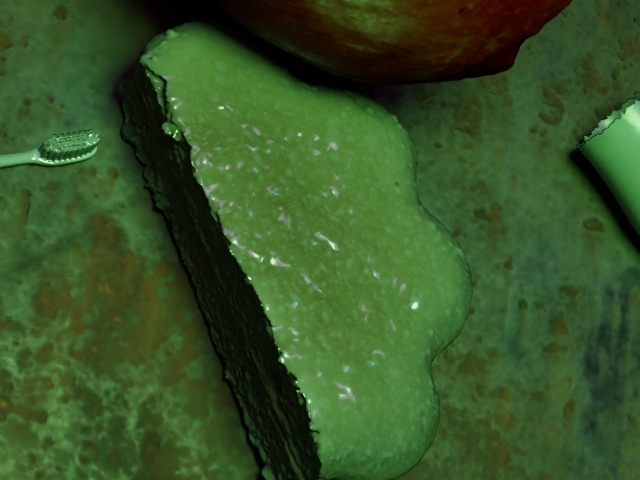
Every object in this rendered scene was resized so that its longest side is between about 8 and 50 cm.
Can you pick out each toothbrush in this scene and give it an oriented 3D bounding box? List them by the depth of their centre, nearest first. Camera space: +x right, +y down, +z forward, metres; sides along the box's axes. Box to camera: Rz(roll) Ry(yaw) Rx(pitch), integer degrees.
[{"bbox_3d":[-0.270,-0.042,1.159,0.276,0.025,0.019,-11,76,-27],"label":"toothbrush"}]

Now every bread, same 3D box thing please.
[{"bbox_3d":[-0.004,0.002,1.217,0.183,0.102,0.337,-15,74,-31],"label":"bread"}]

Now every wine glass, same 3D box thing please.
[{"bbox_3d":[0.283,-0.021,1.353,0.093,0.093,0.202,-39,88,-30],"label":"wine glass"}]

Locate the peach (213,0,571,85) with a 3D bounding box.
[{"bbox_3d":[0.028,-0.312,1.189,0.310,0.335,0.406,11,90,-29],"label":"peach"}]
